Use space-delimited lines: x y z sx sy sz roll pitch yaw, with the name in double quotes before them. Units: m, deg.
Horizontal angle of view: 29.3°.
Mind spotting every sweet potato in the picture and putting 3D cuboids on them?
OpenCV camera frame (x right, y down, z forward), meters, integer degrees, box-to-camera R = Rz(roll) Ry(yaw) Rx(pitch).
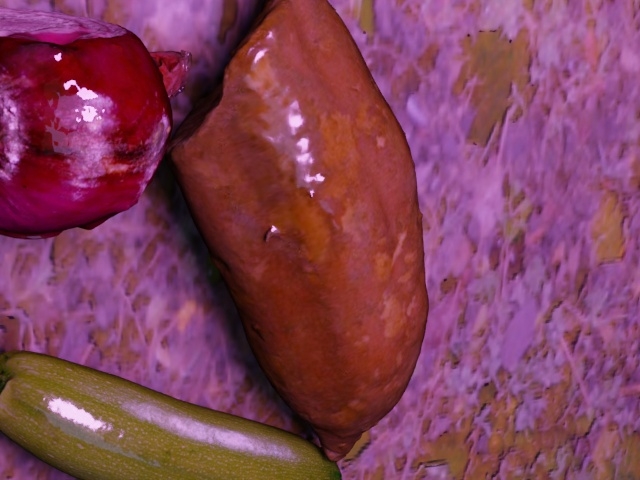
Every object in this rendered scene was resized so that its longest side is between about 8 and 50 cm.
"sweet potato" 0.000 0.000 0.837 0.158 0.158 0.369 -25 117 -9

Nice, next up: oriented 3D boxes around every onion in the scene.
"onion" -0.156 -0.072 0.756 0.198 0.173 0.135 -6 116 -53

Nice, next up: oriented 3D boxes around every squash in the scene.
"squash" -0.111 0.154 0.892 0.293 0.082 0.082 22 101 -26
